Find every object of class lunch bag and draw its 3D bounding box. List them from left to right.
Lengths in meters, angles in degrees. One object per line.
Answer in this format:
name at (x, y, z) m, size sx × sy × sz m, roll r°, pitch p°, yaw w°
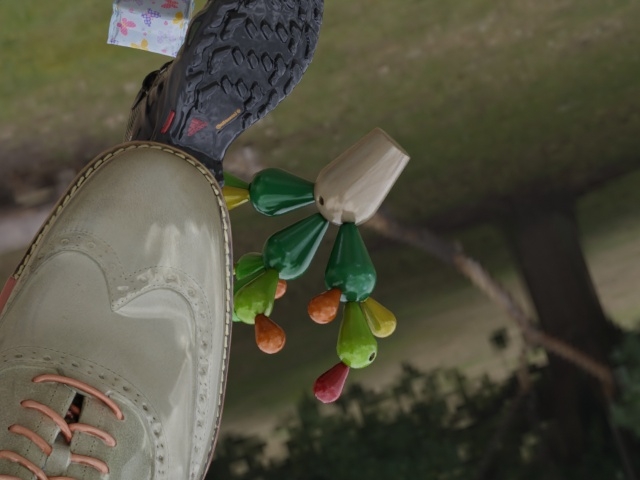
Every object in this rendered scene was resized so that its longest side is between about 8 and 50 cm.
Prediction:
lunch bag at (-0.150, -0.203, 1.557) m, size 0.071 × 0.083 × 0.053 m, roll 11°, pitch 125°, yaw -6°

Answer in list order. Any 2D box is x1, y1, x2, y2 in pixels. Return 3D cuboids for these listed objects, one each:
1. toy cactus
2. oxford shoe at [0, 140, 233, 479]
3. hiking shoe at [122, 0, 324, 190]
toy cactus at (0.000, 0.000, 1.278) m, size 0.180 × 0.219 × 0.112 m, roll -47°, pitch 135°, yaw 9°
oxford shoe at (-0.126, 0.124, 0.888) m, size 0.140 × 0.397 × 0.146 m, roll 16°, pitch 164°, yaw -6°
hiking shoe at (-0.083, -0.105, 1.170) m, size 0.086 × 0.227 × 0.114 m, roll 28°, pitch -175°, yaw -32°
